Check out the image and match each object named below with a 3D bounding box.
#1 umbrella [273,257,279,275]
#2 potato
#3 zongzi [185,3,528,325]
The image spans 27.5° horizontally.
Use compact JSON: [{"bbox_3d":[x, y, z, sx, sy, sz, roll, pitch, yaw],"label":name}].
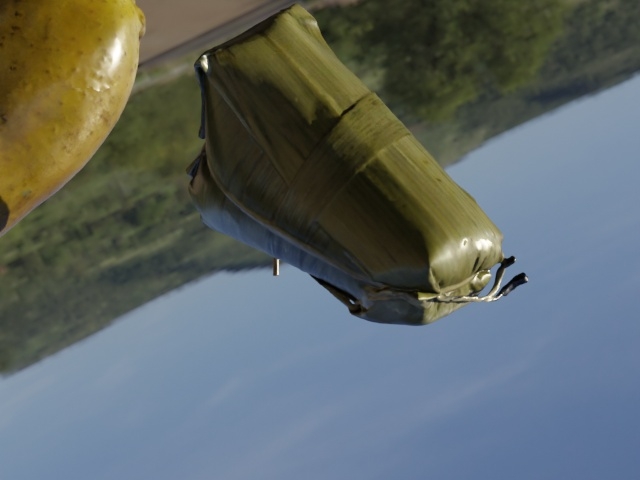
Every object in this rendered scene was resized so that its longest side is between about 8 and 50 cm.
[{"bbox_3d":[-0.054,-0.040,1.572,0.025,0.165,0.027,2,176,-38],"label":"umbrella"},{"bbox_3d":[-0.285,-0.073,0.920,0.369,0.176,0.195,-29,-148,3],"label":"potato"},{"bbox_3d":[0.003,0.001,0.761,0.094,0.205,0.204,-33,162,-32],"label":"zongzi"}]
